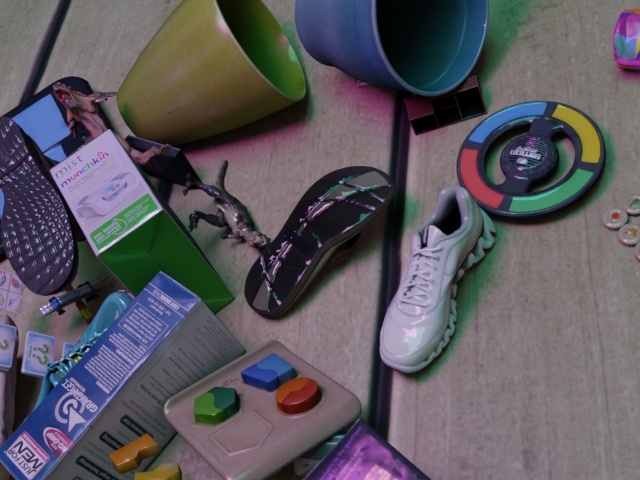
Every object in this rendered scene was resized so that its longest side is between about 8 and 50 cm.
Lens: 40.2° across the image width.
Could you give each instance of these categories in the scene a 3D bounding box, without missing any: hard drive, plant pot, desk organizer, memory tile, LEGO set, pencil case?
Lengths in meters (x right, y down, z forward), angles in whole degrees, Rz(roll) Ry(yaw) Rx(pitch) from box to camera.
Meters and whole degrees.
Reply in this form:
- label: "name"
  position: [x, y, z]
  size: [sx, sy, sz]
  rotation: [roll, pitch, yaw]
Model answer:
- label: "hard drive"
  position: [-0.292, -0.145, 1.614]
  size: [0.135, 0.094, 0.022]
  rotation: [18, 62, 32]
- label: "plant pot"
  position: [0.100, -0.386, 1.486]
  size: [0.255, 0.271, 0.271]
  rotation: [13, 62, 48]
- label: "desk organizer"
  position: [0.213, -0.228, 1.487]
  size: [0.130, 0.047, 0.050]
  rotation: [-16, 54, 13]
- label: "memory tile"
  position: [0.483, -0.018, 1.242]
  size: [0.113, 0.012, 0.148]
  rotation: [-34, 51, -1]
- label: "LEGO set"
  position: [-0.452, 0.112, 1.455]
  size: [0.060, 0.182, 0.244]
  rotation: [-43, 39, 38]
- label: "plant pot"
  position: [-0.225, -0.301, 1.613]
  size: [0.293, 0.275, 0.274]
  rotation: [-30, 49, 21]
- label: "pencil case"
  position: [0.573, -0.300, 1.349]
  size: [0.236, 0.104, 0.104]
  rotation: [16, 64, 33]

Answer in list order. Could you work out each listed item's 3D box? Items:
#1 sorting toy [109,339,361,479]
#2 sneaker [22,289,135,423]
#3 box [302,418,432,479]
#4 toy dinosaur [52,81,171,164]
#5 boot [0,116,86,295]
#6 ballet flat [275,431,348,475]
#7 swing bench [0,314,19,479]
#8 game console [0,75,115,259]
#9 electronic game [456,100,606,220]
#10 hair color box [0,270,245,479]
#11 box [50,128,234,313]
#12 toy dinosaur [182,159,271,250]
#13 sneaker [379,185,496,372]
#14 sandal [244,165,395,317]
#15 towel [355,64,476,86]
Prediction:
- label: "sorting toy"
  position: [-0.126, 0.250, 1.205]
  size: [0.307, 0.041, 0.229]
  rotation: [-28, 32, -24]
- label: "sneaker"
  position: [-0.362, 0.203, 1.351]
  size: [0.107, 0.110, 0.275]
  rotation: [28, 89, 29]
- label: "box"
  position: [0.113, 0.366, 1.031]
  size: [0.143, 0.165, 0.270]
  rotation: [-45, 51, -10]
- label: "toy dinosaur"
  position: [-0.388, -0.156, 1.564]
  size: [0.127, 0.295, 0.200]
  rotation: [-34, 72, -33]
- label: "boot"
  position: [-0.445, -0.039, 1.479]
  size: [0.118, 0.222, 0.338]
  rotation: [-25, 67, 4]
- label: "ballet flat"
  position: [-0.042, 0.295, 1.224]
  size: [0.213, 0.072, 0.068]
  rotation: [0, 84, 24]
- label: "swing bench"
  position: [-0.611, 0.278, 1.403]
  size: [0.255, 0.165, 0.253]
  rotation: [-5, 51, -8]
- label: "game console"
  position: [-0.594, -0.147, 1.772]
  size: [0.387, 0.060, 0.342]
  rotation: [-34, 50, -1]
- label: "electronic game"
  position: [0.326, -0.128, 1.365]
  size: [0.229, 0.048, 0.229]
  rotation: [-11, 54, 16]
- label: "hair color box"
  position: [-0.286, 0.234, 1.293]
  size: [0.105, 0.174, 0.347]
  rotation: [29, 71, 35]
- label: "box"
  position: [-0.287, -0.005, 1.407]
  size: [0.127, 0.262, 0.231]
  rotation: [-36, 49, -4]
- label: "toy dinosaur"
  position: [-0.175, -0.061, 1.509]
  size: [0.064, 0.118, 0.268]
  rotation: [-62, 39, 29]
- label: "sneaker"
  position: [0.157, 0.050, 1.270]
  size: [0.110, 0.118, 0.292]
  rotation: [14, 65, 29]
- label: "sandal"
  position: [-0.002, 0.000, 1.401]
  size: [0.303, 0.086, 0.120]
  rotation: [-46, 56, 7]
- label: "towel"
  position: [0.184, -0.438, 1.655]
  size: [0.237, 0.037, 0.329]
  rotation: [-7, 55, 20]
